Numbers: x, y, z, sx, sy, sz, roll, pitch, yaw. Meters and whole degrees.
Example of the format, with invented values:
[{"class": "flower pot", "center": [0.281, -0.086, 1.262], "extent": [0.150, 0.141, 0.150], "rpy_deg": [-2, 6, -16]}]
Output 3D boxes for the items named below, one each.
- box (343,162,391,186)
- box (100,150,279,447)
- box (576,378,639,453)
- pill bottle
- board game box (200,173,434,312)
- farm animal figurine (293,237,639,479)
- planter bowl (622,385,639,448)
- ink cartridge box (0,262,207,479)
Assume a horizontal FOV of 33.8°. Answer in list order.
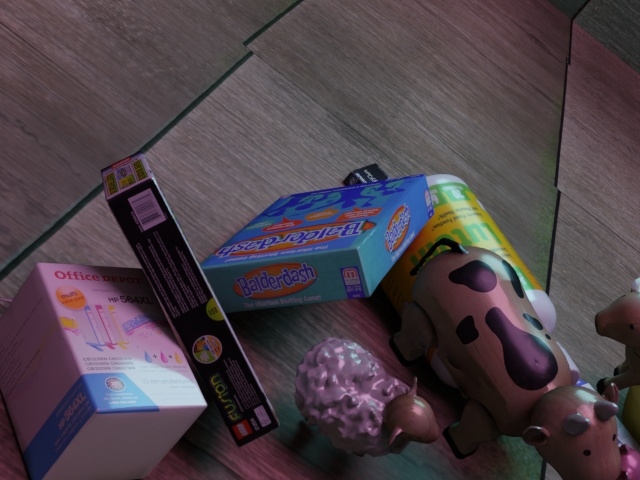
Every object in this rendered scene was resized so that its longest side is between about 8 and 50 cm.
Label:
[{"class": "box", "center": [0.074, -0.054, 1.262], "extent": [0.083, 0.018, 0.067], "rpy_deg": [47, 30, 13]}, {"class": "box", "center": [-0.097, 0.041, 0.777], "extent": [0.207, 0.036, 0.114], "rpy_deg": [65, -6, -18]}, {"class": "box", "center": [0.303, 0.211, 1.157], "extent": [0.081, 0.028, 0.136], "rpy_deg": [-4, 49, -51]}, {"class": "pill bottle", "center": [0.152, 0.063, 1.071], "extent": [0.136, 0.136, 0.245], "rpy_deg": [4, 45, -46]}, {"class": "board game box", "center": [0.000, 0.000, 0.970], "extent": [0.210, 0.160, 0.047], "rpy_deg": [-47, 125, -61]}, {"class": "farm animal figurine", "center": [0.192, 0.121, 0.864], "extent": [0.327, 0.172, 0.330], "rpy_deg": [44, 61, 12]}, {"class": "planter bowl", "center": [0.414, 0.216, 1.208], "extent": [0.217, 0.090, 0.217], "rpy_deg": [30, 28, -18]}, {"class": "ink cartridge box", "center": [-0.161, 0.084, 0.732], "extent": [0.092, 0.090, 0.143], "rpy_deg": [6, 44, -45]}]
